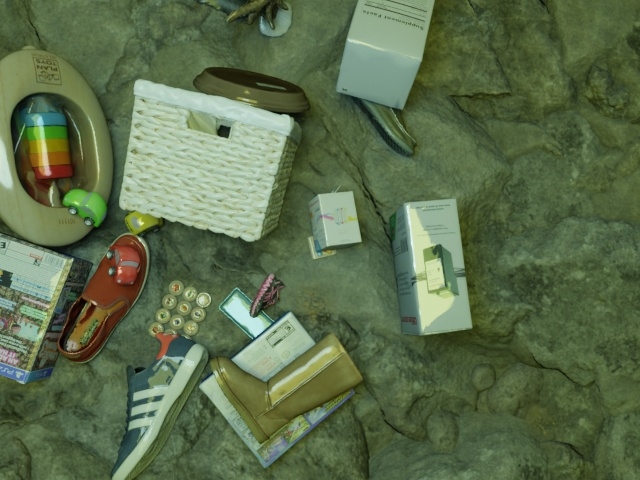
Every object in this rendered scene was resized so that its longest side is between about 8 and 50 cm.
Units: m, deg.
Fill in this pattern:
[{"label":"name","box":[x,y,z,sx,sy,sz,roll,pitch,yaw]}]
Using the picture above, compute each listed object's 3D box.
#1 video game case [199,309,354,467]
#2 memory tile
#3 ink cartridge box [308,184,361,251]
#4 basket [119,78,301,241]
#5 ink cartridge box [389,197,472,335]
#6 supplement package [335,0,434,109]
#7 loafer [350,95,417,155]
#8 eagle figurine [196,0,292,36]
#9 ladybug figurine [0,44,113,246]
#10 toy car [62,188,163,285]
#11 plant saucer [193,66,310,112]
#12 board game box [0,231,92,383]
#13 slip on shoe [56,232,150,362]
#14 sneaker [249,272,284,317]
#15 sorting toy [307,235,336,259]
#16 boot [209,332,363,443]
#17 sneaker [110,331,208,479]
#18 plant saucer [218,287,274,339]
[{"label":"video game case","box":[-0.100,0.341,1.418,0.269,0.061,0.244,-38,92,-6]},{"label":"memory tile","box":[-0.336,0.179,1.465,0.113,0.012,0.148,24,82,1]},{"label":"ink cartridge box","box":[0.031,-0.053,1.460,0.089,0.092,0.143,-7,82,-20]},{"label":"basket","box":[-0.230,-0.173,1.348,0.328,0.331,0.267,14,98,0]},{"label":"ink cartridge box","box":[0.246,0.067,1.405,0.121,0.211,0.290,-5,84,-4]},{"label":"supplement package","box":[0.160,-0.493,1.447,0.175,0.178,0.293,15,63,-1]},{"label":"loafer","box":[0.164,-0.320,1.507,0.087,0.094,0.251,-37,85,-2]},{"label":"eagle figurine","box":[-0.194,-0.665,1.514,0.226,0.225,0.298,-9,45,-41]},{"label":"ladybug figurine","box":[-0.639,-0.209,1.391,0.305,0.161,0.450,-6,93,-47]},{"label":"toy car","box":[-0.467,-0.042,1.368,0.225,0.053,0.239,40,39,-24]},{"label":"plant saucer","box":[-0.155,-0.354,1.417,0.277,0.278,0.041,15,112,0]},{"label":"board game box","box":[-0.698,0.146,1.390,0.231,0.141,0.291,19,82,0]},{"label":"slip on shoe","box":[-0.503,0.132,1.421,0.123,0.101,0.332,28,81,3]},{"label":"sneaker","box":[-0.126,0.139,1.457,0.057,0.047,0.119,35,67,-13]},{"label":"sorting toy","box":[0.000,0.000,1.501,0.061,0.012,0.083,-14,84,-4]},{"label":"boot","box":[-0.076,0.288,1.353,0.269,0.089,0.236,-33,105,-5]},{"label":"sneaker","box":[-0.400,0.371,1.390,0.148,0.131,0.350,27,77,8]},{"label":"plant saucer","box":[-0.154,0.201,1.468,0.192,0.018,0.067,42,83,2]}]
